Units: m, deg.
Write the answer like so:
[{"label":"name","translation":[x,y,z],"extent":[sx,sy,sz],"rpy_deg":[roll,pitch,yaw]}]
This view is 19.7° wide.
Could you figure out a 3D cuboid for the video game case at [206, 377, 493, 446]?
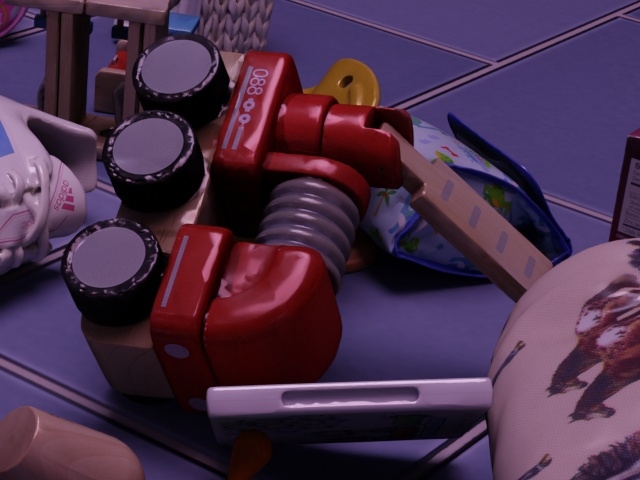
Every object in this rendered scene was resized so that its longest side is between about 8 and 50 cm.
[{"label":"video game case","translation":[0.013,0.094,0.988],"extent":[0.143,0.019,0.157],"rpy_deg":[-2,-11,-2]}]

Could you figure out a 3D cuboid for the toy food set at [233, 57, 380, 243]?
[{"label":"toy food set","translation":[-0.027,-0.023,1.251],"extent":[0.218,0.071,0.128],"rpy_deg":[-51,37,-14]}]

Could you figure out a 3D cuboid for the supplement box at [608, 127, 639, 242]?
[{"label":"supplement box","translation":[0.228,0.018,1.124],"extent":[0.081,0.188,0.104],"rpy_deg":[20,28,28]}]

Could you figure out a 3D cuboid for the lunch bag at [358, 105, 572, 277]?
[{"label":"lunch bag","translation":[0.095,-0.033,1.326],"extent":[0.151,0.096,0.129],"rpy_deg":[18,16,-35]}]

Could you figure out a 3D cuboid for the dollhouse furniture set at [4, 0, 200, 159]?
[{"label":"dollhouse furniture set","translation":[-0.173,-0.159,1.477],"extent":[0.129,0.129,0.183],"rpy_deg":[9,26,4]}]

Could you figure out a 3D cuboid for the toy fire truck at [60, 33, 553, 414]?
[{"label":"toy fire truck","translation":[0.003,0.006,1.089],"extent":[0.246,0.158,0.217],"rpy_deg":[5,55,16]}]

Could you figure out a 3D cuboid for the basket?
[{"label":"basket","translation":[-0.105,-0.241,1.638],"extent":[0.103,0.167,0.113],"rpy_deg":[-4,26,-36]}]

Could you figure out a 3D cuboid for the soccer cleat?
[{"label":"soccer cleat","translation":[-0.232,-0.020,1.175],"extent":[0.143,0.116,0.331],"rpy_deg":[9,24,6]}]

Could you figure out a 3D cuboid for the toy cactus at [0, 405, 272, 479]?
[{"label":"toy cactus","translation":[-0.072,0.126,0.862],"extent":[0.180,0.112,0.219],"rpy_deg":[39,-8,-36]}]

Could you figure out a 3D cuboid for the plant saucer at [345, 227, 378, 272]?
[{"label":"plant saucer","translation":[0.000,0.000,1.316],"extent":[0.083,0.013,0.083],"rpy_deg":[6,24,-3]}]

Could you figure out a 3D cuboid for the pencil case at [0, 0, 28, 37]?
[{"label":"pencil case","translation":[-0.369,-0.272,1.691],"extent":[0.124,0.124,0.284],"rpy_deg":[-10,29,-33]}]

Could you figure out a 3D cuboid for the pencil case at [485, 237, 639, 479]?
[{"label":"pencil case","translation":[0.179,0.142,0.870],"extent":[0.183,0.160,0.410],"rpy_deg":[-19,23,8]}]
